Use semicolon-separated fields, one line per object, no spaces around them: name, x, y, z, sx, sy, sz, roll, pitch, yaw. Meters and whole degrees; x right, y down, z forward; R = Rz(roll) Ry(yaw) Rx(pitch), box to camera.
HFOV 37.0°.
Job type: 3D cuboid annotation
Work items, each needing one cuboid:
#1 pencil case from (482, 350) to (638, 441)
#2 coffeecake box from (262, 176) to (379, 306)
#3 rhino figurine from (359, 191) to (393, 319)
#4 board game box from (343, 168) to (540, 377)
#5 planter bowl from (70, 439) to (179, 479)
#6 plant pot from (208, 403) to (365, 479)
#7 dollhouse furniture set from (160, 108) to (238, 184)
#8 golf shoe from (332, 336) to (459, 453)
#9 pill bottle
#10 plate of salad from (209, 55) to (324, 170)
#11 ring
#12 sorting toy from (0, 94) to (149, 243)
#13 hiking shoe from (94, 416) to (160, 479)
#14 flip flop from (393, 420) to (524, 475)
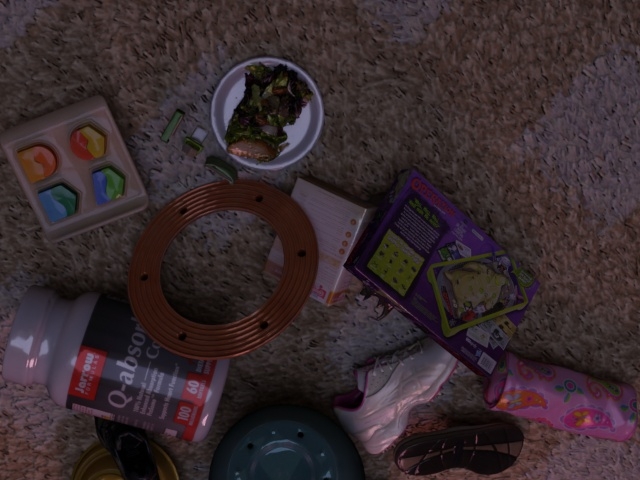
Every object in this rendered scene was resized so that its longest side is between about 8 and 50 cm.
pencil case;0.450;0.290;1.781;0.284;0.124;0.124;15;104;-8
coffeecake box;0.000;0.000;1.673;0.142;0.068;0.185;26;104;21
rhino figurine;0.119;0.025;1.711;0.106;0.073;0.243;5;102;-11
board game box;0.219;0.060;1.662;0.347;0.056;0.208;40;76;-23
planter bowl;-0.375;0.472;1.765;0.217;0.090;0.217;0;86;6
plant pot;-0.060;0.418;1.663;0.293;0.235;0.293;0;72;-1
dollhouse furniture set;-0.196;-0.162;1.646;0.152;0.076;0.058;32;100;-10
golf shoe;0.146;0.250;1.757;0.140;0.115;0.306;38;99;-8
pill bottle;-0.349;0.209;1.668;0.363;0.210;0.210;16;104;-7
plate of salad;-0.092;-0.217;1.650;0.200;0.048;0.199;-1;105;-2
ring;-0.165;0.047;1.624;0.337;0.032;0.336;-5;62;10
sorting toy;-0.414;-0.117;1.611;0.193;0.038;0.208;-21;105;3
hiking shoe;-0.343;0.352;1.712;0.086;0.227;0.114;-19;145;-26
flip flop;0.260;0.384;1.805;0.277;0.080;0.112;-1;114;-18
